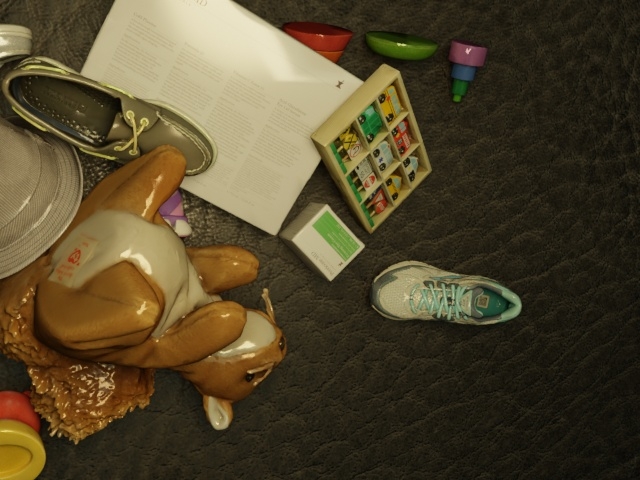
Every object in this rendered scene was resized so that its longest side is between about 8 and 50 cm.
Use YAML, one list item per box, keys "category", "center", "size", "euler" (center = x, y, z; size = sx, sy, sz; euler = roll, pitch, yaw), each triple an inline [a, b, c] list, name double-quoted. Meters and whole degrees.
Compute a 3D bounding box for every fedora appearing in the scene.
- category: "fedora"
  center: [-0.467, -0.091, 0.924]
  size: [0.243, 0.275, 0.124]
  euler: [-38, 146, -4]

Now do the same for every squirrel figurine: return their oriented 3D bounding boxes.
- category: "squirrel figurine"
  center: [-0.254, 0.131, 1.006]
  size: [0.397, 0.281, 0.370]
  euler: [-24, 137, 17]

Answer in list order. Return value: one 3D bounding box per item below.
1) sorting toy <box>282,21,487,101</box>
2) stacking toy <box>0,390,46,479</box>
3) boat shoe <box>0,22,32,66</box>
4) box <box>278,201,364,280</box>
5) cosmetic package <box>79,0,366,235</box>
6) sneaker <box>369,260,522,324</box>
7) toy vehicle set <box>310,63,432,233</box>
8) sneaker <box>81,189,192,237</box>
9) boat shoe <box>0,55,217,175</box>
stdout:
- category: "sorting toy"
  center: [0.108, -0.295, 1.181]
  size: [0.365, 0.127, 0.126]
  euler: [2, 116, -14]
- category: "stacking toy"
  center: [-0.558, 0.370, 1.034]
  size: [0.308, 0.130, 0.280]
  euler: [-11, 122, -13]
- category: "boat shoe"
  center: [-0.562, -0.229, 0.972]
  size: [0.320, 0.118, 0.103]
  euler: [-22, 105, -10]
- category: "box"
  center: [0.000, 0.000, 1.153]
  size: [0.087, 0.102, 0.101]
  euler: [-45, 105, -8]
- category: "cosmetic package"
  center: [-0.164, -0.221, 1.056]
  size: [0.377, 0.097, 0.284]
  euler: [28, 106, -16]
- category: "sneaker"
  center: [0.229, 0.097, 1.215]
  size: [0.283, 0.122, 0.110]
  euler: [3, 92, -17]
- category: "toy vehicle set"
  center: [0.093, -0.140, 1.120]
  size: [0.166, 0.035, 0.267]
  euler: [-46, 146, -8]
- category: "sneaker"
  center: [-0.321, -0.052, 1.067]
  size: [0.236, 0.095, 0.105]
  euler: [0, 87, -21]
- category: "boat shoe"
  center: [-0.293, -0.163, 0.961]
  size: [0.305, 0.091, 0.109]
  euler: [23, 106, -14]
